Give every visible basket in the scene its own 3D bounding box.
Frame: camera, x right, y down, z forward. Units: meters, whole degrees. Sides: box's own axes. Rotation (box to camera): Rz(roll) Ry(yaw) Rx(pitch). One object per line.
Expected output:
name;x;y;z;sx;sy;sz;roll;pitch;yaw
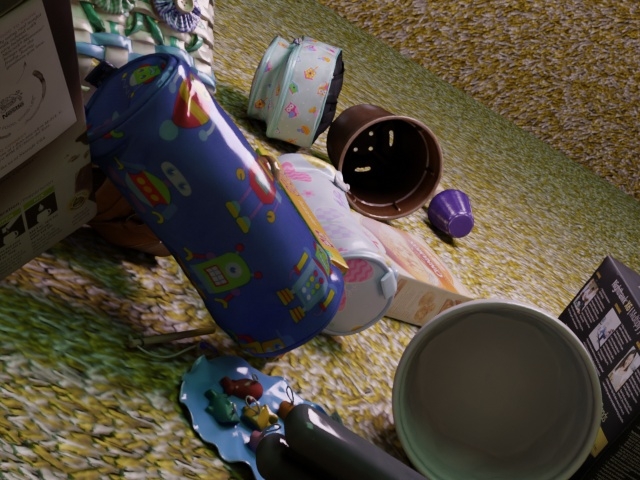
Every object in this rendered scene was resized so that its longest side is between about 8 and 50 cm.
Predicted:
basket;-0.226;-0.238;1.281;0.255;0.201;0.289;8;50;-42

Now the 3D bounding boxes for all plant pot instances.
plant pot;0.087;-0.136;2.023;0.167;0.167;0.165;28;10;-23

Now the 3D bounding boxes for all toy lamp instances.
toy lamp;0.197;-0.087;2.226;0.080;0.080;0.274;27;17;-28

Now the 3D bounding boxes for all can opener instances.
can opener;0.074;0.242;1.053;0.283;0.076;0.095;35;22;-21

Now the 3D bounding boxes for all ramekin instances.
ramekin;0.177;0.156;1.311;0.207;0.207;0.109;36;7;1

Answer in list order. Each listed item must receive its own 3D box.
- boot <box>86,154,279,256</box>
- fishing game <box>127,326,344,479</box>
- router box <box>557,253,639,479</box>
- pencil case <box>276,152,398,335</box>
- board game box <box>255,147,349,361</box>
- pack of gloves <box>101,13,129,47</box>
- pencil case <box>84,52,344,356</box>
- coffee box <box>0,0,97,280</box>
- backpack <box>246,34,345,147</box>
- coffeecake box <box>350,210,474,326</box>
boot;-0.152;-0.046;1.254;0.152;0.197;0.073;27;43;-47
fishing game;-0.040;0.160;1.150;0.264;0.041;0.189;44;21;25
router box;0.304;0.181;1.411;0.081;0.243;0.309;32;18;-12
pencil case;0.000;0.000;1.526;0.124;0.113;0.273;-5;31;-13
board game box;-0.052;0.014;1.373;0.039;0.124;0.259;26;19;-32
pack of gloves;-0.275;-0.283;1.891;0.232;0.046;0.195;39;16;13
pencil case;-0.104;-0.029;1.168;0.306;0.133;0.119;53;21;-28
coffee box;-0.281;-0.124;1.020;0.168;0.119;0.297;42;-26;20
backpack;-0.037;-0.234;2.020;0.144;0.166;0.188;17;18;-9
coffeecake box;0.090;0.038;1.684;0.185;0.068;0.142;19;24;-43
